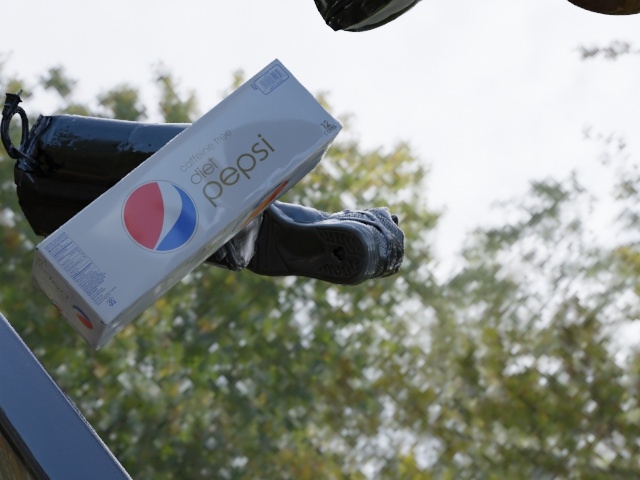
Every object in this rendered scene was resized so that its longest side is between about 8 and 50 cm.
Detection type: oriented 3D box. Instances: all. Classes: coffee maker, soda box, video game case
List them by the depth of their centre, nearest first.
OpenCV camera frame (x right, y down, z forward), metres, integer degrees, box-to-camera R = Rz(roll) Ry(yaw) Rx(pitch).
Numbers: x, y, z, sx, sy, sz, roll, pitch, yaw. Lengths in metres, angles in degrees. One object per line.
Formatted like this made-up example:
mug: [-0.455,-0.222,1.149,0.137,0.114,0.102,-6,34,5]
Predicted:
video game case: [-0.098,0.197,0.690,0.275,0.035,0.248,38,-38,50]
soda box: [-0.089,-0.025,0.965,0.069,0.216,0.074,48,-23,5]
coffee maker: [-0.152,-0.044,1.200,0.178,0.120,0.171,4,-12,21]

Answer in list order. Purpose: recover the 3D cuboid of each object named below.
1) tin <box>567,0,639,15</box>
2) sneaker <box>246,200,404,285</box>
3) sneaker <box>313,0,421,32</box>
tin: [0.210,-0.205,0.890,0.106,0.190,0.040,50,-22,22]
sneaker: [0.000,0.000,1.590,0.228,0.130,0.087,9,-84,39]
sneaker: [0.095,-0.199,0.781,0.271,0.108,0.100,-38,-120,34]
